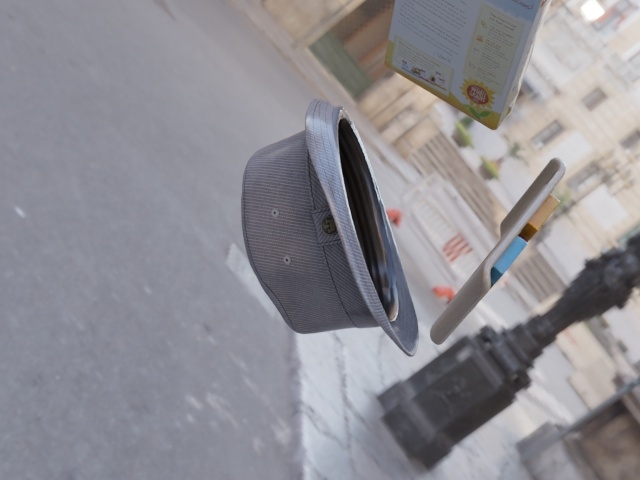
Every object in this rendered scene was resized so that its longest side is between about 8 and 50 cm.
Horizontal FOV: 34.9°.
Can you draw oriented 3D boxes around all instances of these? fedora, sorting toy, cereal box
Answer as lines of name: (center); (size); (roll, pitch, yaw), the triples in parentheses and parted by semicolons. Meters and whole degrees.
fedora: (0.000, 0.000, 1.040); (0.244, 0.124, 0.275); (-58, 130, -73)
sorting toy: (0.217, 0.019, 1.224); (0.038, 0.208, 0.193); (35, -29, 5)
cereal box: (0.167, -0.253, 1.183); (0.173, 0.047, 0.240); (35, -28, 15)
